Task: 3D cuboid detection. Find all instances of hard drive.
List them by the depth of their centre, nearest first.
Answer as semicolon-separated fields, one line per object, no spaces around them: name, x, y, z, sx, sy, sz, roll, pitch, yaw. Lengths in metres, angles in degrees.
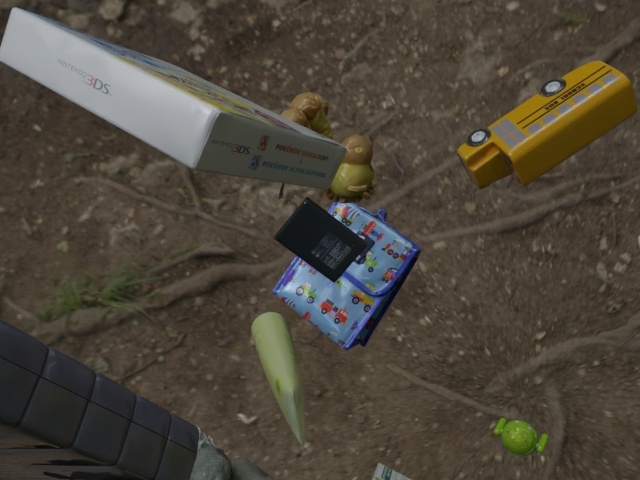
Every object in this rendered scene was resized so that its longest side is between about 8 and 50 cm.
hard drive;0.000;0.000;1.087;0.135;0.022;0.094;37;109;-12

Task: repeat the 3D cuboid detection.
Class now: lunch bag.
lunch bag;0.072;0.060;1.398;0.221;0.138;0.293;35;99;20

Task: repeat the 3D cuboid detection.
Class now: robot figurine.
robot figurine;0.403;0.399;1.259;0.101;0.115;0.067;18;78;30

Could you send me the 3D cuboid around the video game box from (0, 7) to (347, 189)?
video game box;-0.106;-0.104;0.489;0.205;0.187;0.048;29;101;24

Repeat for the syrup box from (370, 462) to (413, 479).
syrup box;0.181;0.481;1.044;0.237;0.093;0.096;24;94;12

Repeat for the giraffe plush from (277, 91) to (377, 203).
giraffe plush;0.018;-0.136;1.087;0.170;0.210;0.181;20;43;13

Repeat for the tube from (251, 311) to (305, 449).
tube;-0.057;0.187;0.906;0.062;0.070;0.240;-50;26;10

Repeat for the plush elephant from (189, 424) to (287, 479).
plush elephant;-0.169;0.342;0.643;0.255;0.272;0.330;-21;27;-28

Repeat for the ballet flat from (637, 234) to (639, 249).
ballet flat;0.733;-0.002;1.235;0.182;0.483;0.164;4;70;19

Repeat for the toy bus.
toy bus;0.455;-0.221;1.275;0.332;0.108;0.130;-34;40;7

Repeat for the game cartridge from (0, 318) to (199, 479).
game cartridge;-0.285;0.113;0.414;0.355;0.230;0.068;-8;59;23
